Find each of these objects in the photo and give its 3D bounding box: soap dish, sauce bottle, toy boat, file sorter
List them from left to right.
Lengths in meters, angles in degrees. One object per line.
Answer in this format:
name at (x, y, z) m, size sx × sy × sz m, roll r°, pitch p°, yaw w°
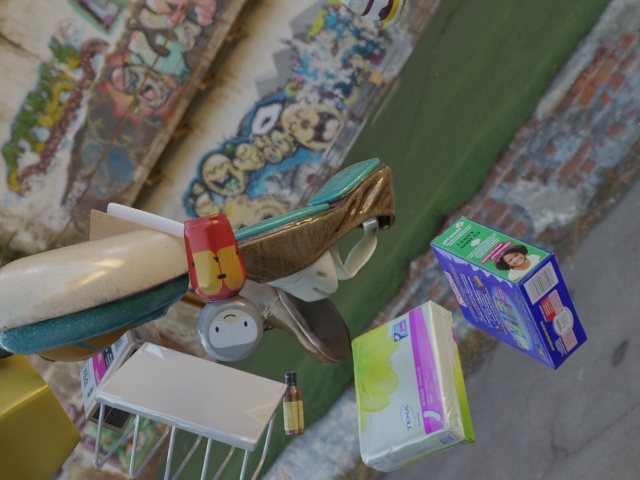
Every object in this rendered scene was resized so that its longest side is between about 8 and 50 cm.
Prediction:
toy boat at (-0.206, 0.067, 0.854) m, size 0.318 × 0.148 × 0.267 m, roll -10°, pitch 6°, yaw 32°
soap dish at (-0.298, 0.045, 1.570) m, size 0.229 × 0.291 × 0.118 m, roll 64°, pitch -135°, yaw -65°
file sorter at (-0.228, 0.329, 1.382) m, size 0.193 × 0.278 × 0.173 m, roll -55°, pitch -22°, yaw -67°
sauce bottle at (-0.056, 0.336, 1.626) m, size 0.042 × 0.042 × 0.128 m, roll 135°, pitch 134°, yaw -71°

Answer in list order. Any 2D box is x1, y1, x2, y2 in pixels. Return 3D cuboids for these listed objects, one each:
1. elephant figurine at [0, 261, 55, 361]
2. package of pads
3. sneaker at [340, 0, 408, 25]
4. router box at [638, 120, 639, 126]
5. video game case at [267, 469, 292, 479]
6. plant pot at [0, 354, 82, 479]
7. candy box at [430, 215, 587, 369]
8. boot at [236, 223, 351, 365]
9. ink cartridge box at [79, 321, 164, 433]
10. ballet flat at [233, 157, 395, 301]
elephant figurine at (-0.585, 0.142, 1.355) m, size 0.169 × 0.239 × 0.186 m, roll -32°, pitch 7°, yaw -26°
package of pads at (0.176, 0.301, 1.612) m, size 0.229 × 0.101 × 0.296 m, roll -32°, pitch 45°, yaw 32°
sneaker at (0.045, -0.342, 0.996) m, size 0.069 × 0.084 × 0.185 m, roll -63°, pitch 34°, yaw 32°
router box at (0.629, -0.257, 1.314) m, size 0.046 × 0.133 × 0.178 m, roll -37°, pitch -37°, yaw -54°
video game case at (-0.128, 0.542, 1.167) m, size 0.329 × 0.036 × 0.300 m, roll -48°, pitch 21°, yaw 1°
plant pot at (-0.547, 0.321, 1.369) m, size 0.187 × 0.212 × 0.212 m, roll -34°, pitch 38°, yaw -23°
candy box at (0.427, 0.114, 1.814) m, size 0.122 × 0.268 × 0.317 m, roll -38°, pitch 31°, yaw -15°
boot at (-0.063, 0.103, 1.173) m, size 0.115 × 0.112 × 0.305 m, roll -54°, pitch 45°, yaw 9°
ink cartridge box at (-0.427, 0.266, 1.690) m, size 0.193 × 0.088 × 0.235 m, roll -57°, pitch 27°, yaw 4°
ballet flat at (0.000, 0.000, 0.977) m, size 0.116 × 0.124 × 0.342 m, roll -15°, pitch 11°, yaw 36°
